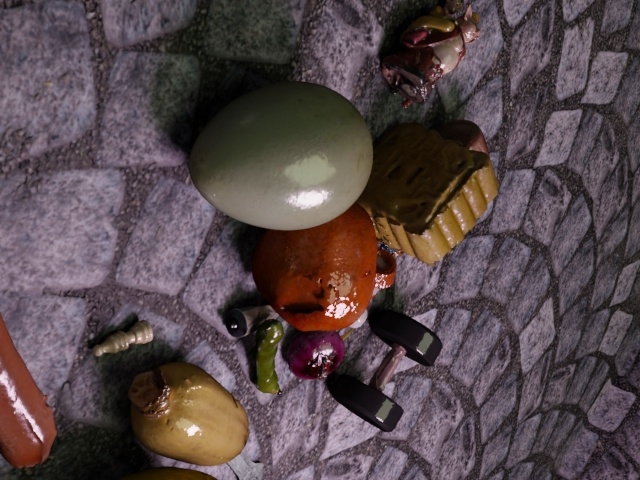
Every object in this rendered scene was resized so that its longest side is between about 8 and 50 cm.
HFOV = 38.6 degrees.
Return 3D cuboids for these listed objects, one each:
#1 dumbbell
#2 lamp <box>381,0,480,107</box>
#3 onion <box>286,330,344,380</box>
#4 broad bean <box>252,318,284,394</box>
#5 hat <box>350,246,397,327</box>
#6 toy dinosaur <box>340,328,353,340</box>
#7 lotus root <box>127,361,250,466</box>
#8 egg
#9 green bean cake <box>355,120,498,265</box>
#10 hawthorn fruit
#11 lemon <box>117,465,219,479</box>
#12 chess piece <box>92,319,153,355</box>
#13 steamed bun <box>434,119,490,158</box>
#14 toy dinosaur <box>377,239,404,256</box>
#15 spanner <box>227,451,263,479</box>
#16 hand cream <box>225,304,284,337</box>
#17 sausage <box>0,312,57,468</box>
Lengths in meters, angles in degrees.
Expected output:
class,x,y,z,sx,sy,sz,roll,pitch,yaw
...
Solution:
class,x,y,z,sx,sy,sz,roll,pitch,yaw
dumbbell,0.138,0.267,1.889,0.218,0.152,0.152,-56,145,-12
lamp,0.216,-0.357,1.642,0.253,0.118,0.118,-47,142,-22
onion,-0.007,0.216,1.714,0.115,0.104,0.115,-10,138,-9
broad bean,-0.092,0.209,1.606,0.256,0.052,0.052,94,15,-53
hat,0.080,0.097,1.787,0.112,0.093,0.162,-7,135,-40
toy dinosaur,0.034,0.213,1.827,0.113,0.026,0.041,-30,116,-27
lotus root,-0.212,0.278,1.459,0.303,0.131,0.146,48,49,-54
egg,-0.058,-0.122,1.338,0.295,0.218,0.218,-9,118,-39
green bean cake,0.177,-0.091,1.660,0.230,0.224,0.131,-49,142,-16
hawthorn fruit,0.000,0.000,1.513,0.211,0.211,0.299,12,91,-55
lemon,-0.233,0.540,1.407,0.350,0.350,0.387,-38,133,-33
chess piece,-0.296,0.149,1.356,0.092,0.035,0.035,-21,127,-41
steamed bun,0.256,-0.151,1.834,0.175,0.106,0.145,-46,149,-3
toy dinosaur,0.138,-0.005,1.808,0.055,0.049,0.154,-25,146,14
spanner,-0.167,0.386,1.683,0.071,0.017,0.302,-50,143,-21
hand cream,-0.081,0.119,1.615,0.248,0.052,0.075,-20,149,-53
sausage,-0.418,0.133,1.131,0.094,0.094,0.419,-68,157,-46
